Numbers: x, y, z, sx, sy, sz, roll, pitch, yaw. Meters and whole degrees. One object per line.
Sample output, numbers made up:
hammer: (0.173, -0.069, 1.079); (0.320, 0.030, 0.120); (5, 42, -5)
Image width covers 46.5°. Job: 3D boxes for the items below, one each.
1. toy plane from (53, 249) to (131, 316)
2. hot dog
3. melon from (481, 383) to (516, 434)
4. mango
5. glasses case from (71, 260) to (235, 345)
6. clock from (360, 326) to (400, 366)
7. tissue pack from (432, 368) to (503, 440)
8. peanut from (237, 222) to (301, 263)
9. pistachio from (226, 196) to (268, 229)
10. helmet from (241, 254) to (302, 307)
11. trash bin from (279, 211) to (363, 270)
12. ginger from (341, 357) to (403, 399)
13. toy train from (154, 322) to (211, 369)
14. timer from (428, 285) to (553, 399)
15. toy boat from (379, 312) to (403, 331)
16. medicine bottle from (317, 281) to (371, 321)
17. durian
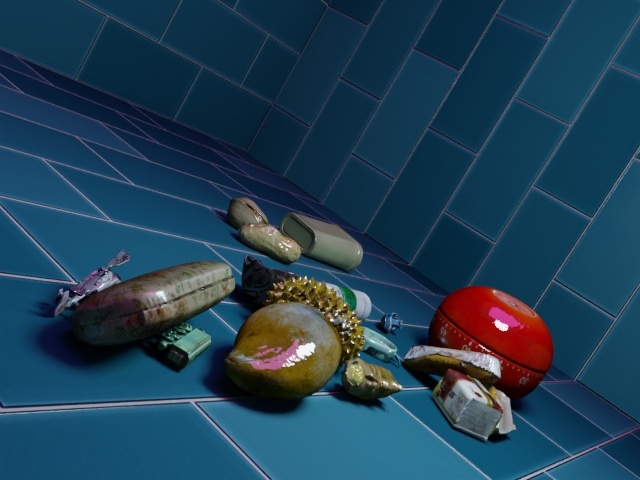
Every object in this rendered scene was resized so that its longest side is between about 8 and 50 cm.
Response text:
toy plane: (-0.379, 0.080, 1.222); (0.053, 0.078, 0.197); (34, 24, 5)
hot dog: (0.341, 0.325, 1.953); (0.267, 0.075, 0.144); (1, -20, 43)
melon: (0.448, 0.441, 1.889); (0.139, 0.093, 0.202); (36, 11, -15)
mango: (-0.068, 0.202, 1.354); (0.192, 0.146, 0.316); (27, 14, 16)
glasses case: (-0.266, 0.098, 1.263); (0.425, 0.156, 0.098); (-22, 97, -79)
clock: (0.158, 0.282, 1.959); (0.135, 0.041, 0.101); (30, 9, -10)
tissue pack: (0.355, 0.394, 1.802); (0.106, 0.099, 0.149); (27, 10, -20)
peanut: (-0.155, 0.008, 2.312); (0.214, 0.100, 0.099); (34, 8, -19)
pistachio: (-0.237, -0.079, 2.428); (0.149, 0.113, 0.113); (32, 9, 12)
helmet: (-0.117, 0.111, 1.760); (0.153, 0.107, 0.177); (26, -3, -30)
trash bin: (0.000, 0.000, 2.741); (0.247, 0.121, 0.243); (19, 15, -42)
ginger: (0.105, 0.300, 1.576); (0.115, 0.081, 0.205); (47, 7, 15)
toy train: (-0.235, 0.177, 1.275); (0.071, 0.038, 0.148); (34, 9, 3)
timer: (0.521, 0.304, 2.274); (0.377, 0.279, 0.378); (28, 12, -6)
toy boat: (0.220, 0.251, 2.265); (0.060, 0.060, 0.137); (13, -1, 13)
medicine bottle: (0.036, 0.167, 2.021); (0.095, 0.095, 0.260); (38, 12, 37)
durian: (-0.005, 0.170, 1.626); (0.249, 0.183, 0.138); (24, -15, -15)
